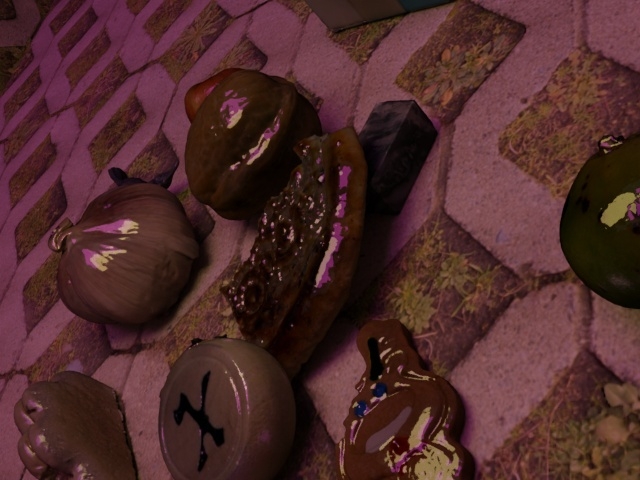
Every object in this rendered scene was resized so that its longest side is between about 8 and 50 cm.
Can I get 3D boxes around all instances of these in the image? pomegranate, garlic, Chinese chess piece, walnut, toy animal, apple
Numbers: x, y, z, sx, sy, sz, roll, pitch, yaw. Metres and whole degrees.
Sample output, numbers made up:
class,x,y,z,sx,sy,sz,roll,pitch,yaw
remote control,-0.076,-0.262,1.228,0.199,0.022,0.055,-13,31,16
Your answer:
class,x,y,z,sx,sy,sz,roll,pitch,yaw
pomegranate,0.372,-0.001,0.773,0.211,0.211,0.263,-34,85,18
garlic,-0.392,0.026,1.458,0.322,0.241,0.322,-15,35,11
Chinese chess piece,-0.141,0.253,1.057,0.238,0.092,0.238,-11,74,42
walnut,-0.132,-0.178,1.358,0.283,0.227,0.283,-37,36,34
toy animal,-0.446,-0.087,1.708,0.367,0.081,0.206,4,65,54
apple,-0.188,-0.275,1.538,0.195,0.173,0.160,-15,47,41

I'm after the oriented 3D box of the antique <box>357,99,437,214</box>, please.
class,x,y,z,sx,sy,sz,roll,pitch,yaw
antique,0.111,-0.142,1.204,0.086,0.088,0.183,8,65,46

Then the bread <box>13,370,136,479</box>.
class,x,y,z,sx,sy,sz,roll,pitch,yaw
bread,-0.429,0.337,1.253,0.102,0.183,0.337,-53,37,8

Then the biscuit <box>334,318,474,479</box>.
class,x,y,z,sx,sy,sz,roll,pitch,yaw
biscuit,0.097,0.229,0.944,0.183,0.047,0.320,-25,43,24

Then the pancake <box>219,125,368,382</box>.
class,x,y,z,sx,sy,sz,roll,pitch,yaw
pancake,-0.044,0.015,1.155,0.305,0.067,0.427,41,107,50

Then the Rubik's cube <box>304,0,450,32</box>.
class,x,y,z,sx,sy,sz,roll,pitch,yaw
Rubik's cube,0.100,-0.681,1.463,0.347,0.346,0.344,2,61,44
